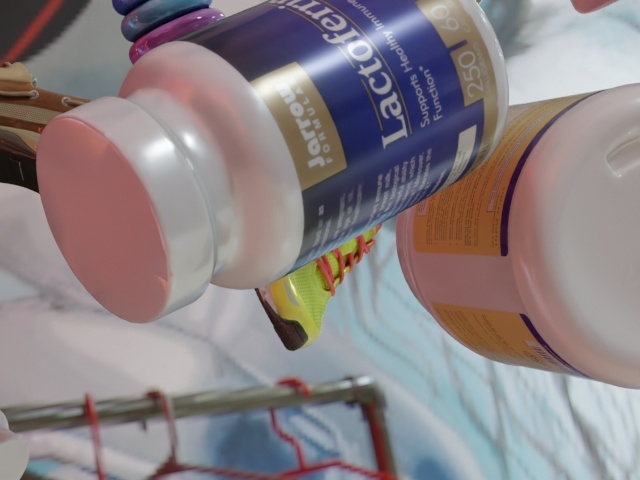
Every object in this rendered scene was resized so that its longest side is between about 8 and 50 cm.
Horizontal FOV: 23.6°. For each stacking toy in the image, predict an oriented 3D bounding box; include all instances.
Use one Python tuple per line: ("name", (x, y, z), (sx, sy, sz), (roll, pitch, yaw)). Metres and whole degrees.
("stacking toy", (-0.225, -0.357, 1.925), (0.141, 0.330, 0.141), (-24, 2, 1))

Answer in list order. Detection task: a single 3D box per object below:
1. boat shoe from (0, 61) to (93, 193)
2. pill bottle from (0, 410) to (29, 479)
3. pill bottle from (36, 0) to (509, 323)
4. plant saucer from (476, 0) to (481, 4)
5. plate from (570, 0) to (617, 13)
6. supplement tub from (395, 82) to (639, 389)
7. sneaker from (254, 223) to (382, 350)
("boat shoe", (-0.357, -0.136, 1.734), (0.324, 0.120, 0.122), (20, -27, 0))
("pill bottle", (-0.385, 0.198, 1.591), (0.169, 0.094, 0.094), (27, 8, 31))
("pill bottle", (-0.026, -0.062, 0.909), (0.264, 0.153, 0.153), (-29, -2, -34))
("plant saucer", (0.065, -0.260, 1.110), (0.037, 0.241, 0.241), (-12, -11, -34))
("plate", (0.329, -0.408, 1.605), (0.045, 0.278, 0.277), (-25, 4, -40))
("supplement tub", (0.216, -0.004, 1.318), (0.241, 0.241, 0.331), (-7, 3, -17))
("sneaker", (0.000, 0.000, 1.162), (0.094, 0.208, 0.081), (-14, -55, 14))
